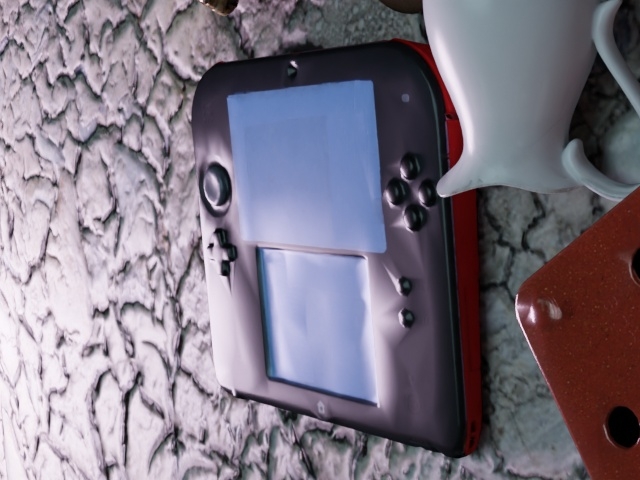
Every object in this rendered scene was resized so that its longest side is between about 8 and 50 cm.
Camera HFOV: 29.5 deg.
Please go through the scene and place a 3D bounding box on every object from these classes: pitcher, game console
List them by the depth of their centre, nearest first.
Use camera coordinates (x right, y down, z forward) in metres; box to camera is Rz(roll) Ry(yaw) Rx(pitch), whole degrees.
[{"bbox_3d":[0.158,-0.130,0.838,0.177,0.125,0.207,8,112,33],"label":"pitcher"},{"bbox_3d":[0.000,0.000,1.106,0.386,0.060,0.342,5,98,54],"label":"game console"}]

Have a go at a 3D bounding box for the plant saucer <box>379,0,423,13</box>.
[{"bbox_3d":[0.069,-0.274,1.006,0.168,0.029,0.168,6,98,54],"label":"plant saucer"}]

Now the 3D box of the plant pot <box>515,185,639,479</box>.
[{"bbox_3d":[0.260,0.053,0.601,0.267,0.235,0.267,-48,56,46],"label":"plant pot"}]

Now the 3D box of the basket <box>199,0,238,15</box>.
[{"bbox_3d":[-0.137,-0.376,1.159,0.299,0.213,0.223,38,94,43],"label":"basket"}]
